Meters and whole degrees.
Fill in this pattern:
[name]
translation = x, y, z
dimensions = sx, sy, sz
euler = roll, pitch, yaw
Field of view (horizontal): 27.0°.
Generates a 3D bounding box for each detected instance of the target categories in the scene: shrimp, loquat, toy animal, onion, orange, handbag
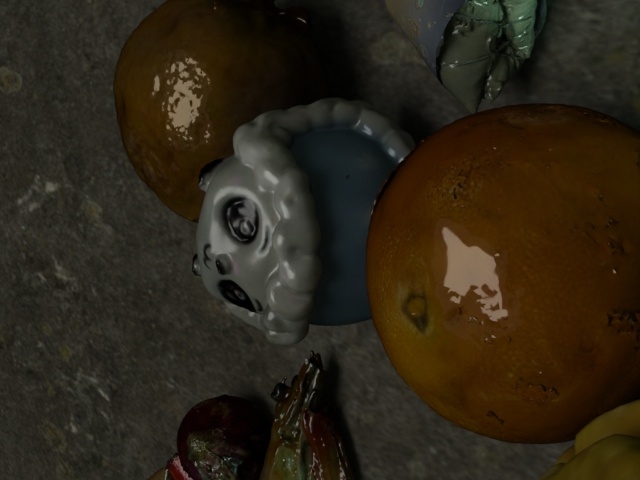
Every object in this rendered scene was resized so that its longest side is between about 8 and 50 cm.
[shrimp]
translation = -0.008, 0.251, 1.340
dimensions = 0.154, 0.062, 0.294
euler = 13, 112, 40
[loquat]
translation = -0.094, -0.122, 1.247
dimensions = 0.238, 0.193, 0.238
euler = 7, 98, 59
[toy animal]
translation = 0.000, 0.000, 1.139
dimensions = 0.156, 0.204, 0.208
euler = 51, 144, 40
[onion]
translation = -0.102, 0.221, 1.437
dimensions = 0.107, 0.097, 0.107
euler = -1, 84, 13
[orange]
translation = 0.148, 0.022, 0.921
dimensions = 0.240, 0.240, 0.240
euler = 19, 113, 52
[handbag]
translation = 0.106, -0.194, 1.040
dimensions = 0.117, 0.095, 0.173
euler = 96, 151, -49

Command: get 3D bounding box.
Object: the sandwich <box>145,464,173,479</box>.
[sandwich]
translation = -0.166, 0.403, 1.594
dimensions = 0.212, 0.063, 0.245
euler = -42, 66, 49

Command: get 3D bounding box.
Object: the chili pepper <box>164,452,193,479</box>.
[chili pepper]
translation = -0.102, 0.304, 1.481
dimensions = 0.169, 0.065, 0.088
euler = 51, 168, 25

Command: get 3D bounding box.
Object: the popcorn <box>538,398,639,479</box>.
[popcorn]
translation = 0.246, 0.256, 0.718
dimensions = 0.390, 0.354, 0.344
euler = 53, 138, 29
